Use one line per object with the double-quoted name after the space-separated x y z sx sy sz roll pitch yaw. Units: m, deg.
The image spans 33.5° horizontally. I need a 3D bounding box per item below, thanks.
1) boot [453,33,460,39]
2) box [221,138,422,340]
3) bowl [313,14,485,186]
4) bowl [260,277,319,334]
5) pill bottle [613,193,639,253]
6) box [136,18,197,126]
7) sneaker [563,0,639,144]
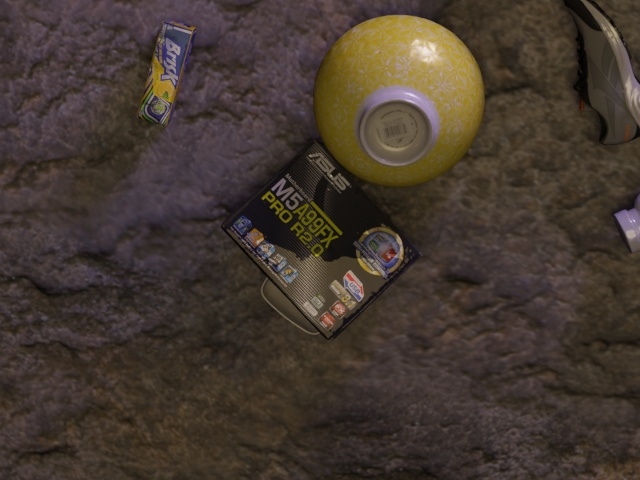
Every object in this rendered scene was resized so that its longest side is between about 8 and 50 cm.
0.171 -0.312 1.760 0.106 0.037 0.114 36 106 -18 "boot"
0.000 0.000 1.787 0.216 0.060 0.270 -43 94 -5 "box"
0.122 -0.200 1.702 0.290 0.156 0.289 2 117 5 "bowl"
-0.018 0.076 1.862 0.142 0.053 0.142 39 103 -8 "bowl"
0.591 -0.048 1.775 0.184 0.103 0.103 -24 102 9 "pill bottle"
-0.257 -0.281 1.777 0.054 0.059 0.168 16 105 -4 "box"
0.454 -0.276 1.727 0.108 0.100 0.271 -24 102 14 "sneaker"
